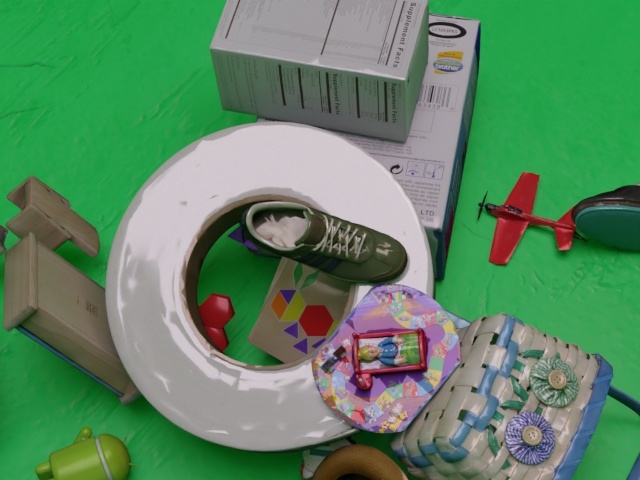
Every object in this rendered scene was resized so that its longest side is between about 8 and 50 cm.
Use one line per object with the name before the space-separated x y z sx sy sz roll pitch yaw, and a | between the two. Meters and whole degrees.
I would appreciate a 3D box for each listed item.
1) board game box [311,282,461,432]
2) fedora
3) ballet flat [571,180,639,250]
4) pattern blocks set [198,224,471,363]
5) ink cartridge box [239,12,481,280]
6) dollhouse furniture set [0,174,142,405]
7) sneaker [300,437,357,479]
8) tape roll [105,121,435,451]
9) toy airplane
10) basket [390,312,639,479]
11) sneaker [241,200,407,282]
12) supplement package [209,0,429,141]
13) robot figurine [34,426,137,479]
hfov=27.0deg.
board game box | 0.071 0.128 1.472 0.133 0.033 0.168 39 87 18
fedora | 0.069 0.324 1.521 0.079 0.194 0.194 -7 50 -47
ballet flat | 0.461 -0.029 1.720 0.280 0.095 0.096 13 52 -1
pattern blocks set | 0.010 0.099 1.627 0.325 0.026 0.285 37 97 4
ink cartridge box | 0.065 -0.165 1.778 0.270 0.151 0.395 8 63 8
dollhouse furniture set | -0.398 0.139 1.682 0.303 0.198 0.286 -36 36 17
sneaker | -0.008 0.243 1.589 0.075 0.057 0.161 -44 86 -1
tape roll | -0.057 0.055 1.562 0.392 0.072 0.392 -1 79 7
toy airplane | 0.279 -0.025 1.757 0.151 0.028 0.151 -2 62 3
basket | 0.245 0.241 1.520 0.289 0.201 0.254 37 62 -20
sneaker | 0.000 0.000 1.484 0.192 0.086 0.064 15 81 10
supplement package | 0.003 -0.231 1.659 0.244 0.134 0.139 12 62 10
robot figurine | -0.280 0.273 1.595 0.115 0.067 0.101 -21 53 -9
